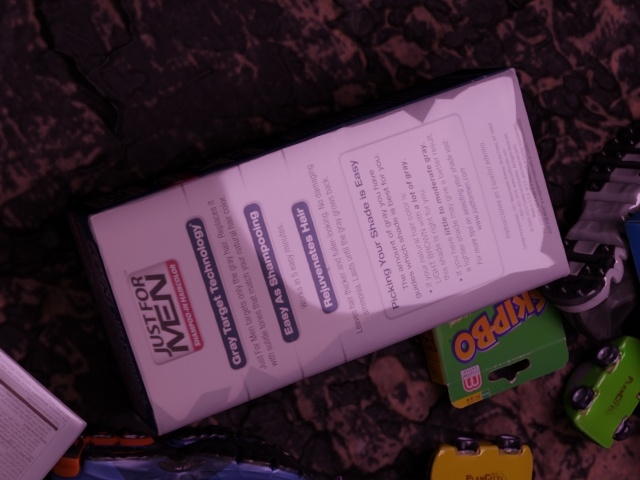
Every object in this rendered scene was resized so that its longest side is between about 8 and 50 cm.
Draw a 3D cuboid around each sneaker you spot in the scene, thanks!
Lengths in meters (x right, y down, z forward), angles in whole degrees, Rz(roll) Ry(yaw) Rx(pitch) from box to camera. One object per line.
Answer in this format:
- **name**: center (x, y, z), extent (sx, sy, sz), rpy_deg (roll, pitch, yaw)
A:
- **sneaker**: center (0.269, -0.008, 1.413), extent (0.234, 0.078, 0.106), rpy_deg (-56, 136, -26)
- **sneaker**: center (-0.104, 0.193, 1.247), extent (0.221, 0.083, 0.087), rpy_deg (5, 104, -21)

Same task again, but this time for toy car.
- **toy car**: center (0.214, 0.181, 1.404), extent (0.239, 0.053, 0.225), rpy_deg (40, 78, -23)

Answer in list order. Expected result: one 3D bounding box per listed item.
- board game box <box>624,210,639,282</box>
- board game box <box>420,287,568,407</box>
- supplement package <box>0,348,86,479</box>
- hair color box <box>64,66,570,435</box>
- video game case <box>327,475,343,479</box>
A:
- **board game box**: center (0.423, 0.061, 1.432), extent (0.302, 0.086, 0.308), rpy_deg (-30, 110, -36)
- **board game box**: center (0.127, 0.001, 1.363), extent (0.124, 0.039, 0.259), rpy_deg (-18, 98, -23)
- **supplement package**: center (-0.303, 0.169, 1.107), extent (0.139, 0.134, 0.244), rpy_deg (46, 74, -21)
- **hair color box**: center (0.000, 0.000, 1.241), extent (0.347, 0.105, 0.174), rpy_deg (-20, 101, -16)
- **video game case**: center (-0.048, 0.314, 1.237), extent (0.232, 0.042, 0.210), rpy_deg (-23, 109, 2)
